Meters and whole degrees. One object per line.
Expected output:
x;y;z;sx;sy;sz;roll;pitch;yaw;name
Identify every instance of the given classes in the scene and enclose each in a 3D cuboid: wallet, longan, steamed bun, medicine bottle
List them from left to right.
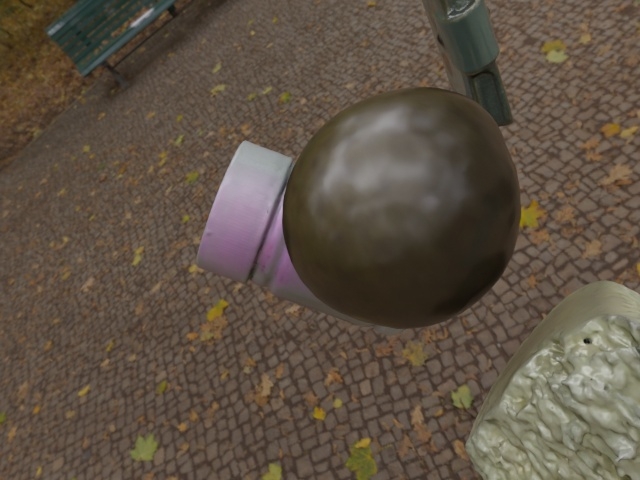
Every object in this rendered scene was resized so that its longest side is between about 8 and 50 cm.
0.000;0.000;0.749;0.212;0.326;0.212;-161;90;-83;medicine bottle
0.083;-0.034;0.520;0.258;0.258;0.258;-19;47;21;longan
0.220;-0.360;0.793;0.083;0.360;0.252;-24;32;14;wallet
0.300;0.214;0.498;0.272;0.290;0.273;-44;-6;26;steamed bun
